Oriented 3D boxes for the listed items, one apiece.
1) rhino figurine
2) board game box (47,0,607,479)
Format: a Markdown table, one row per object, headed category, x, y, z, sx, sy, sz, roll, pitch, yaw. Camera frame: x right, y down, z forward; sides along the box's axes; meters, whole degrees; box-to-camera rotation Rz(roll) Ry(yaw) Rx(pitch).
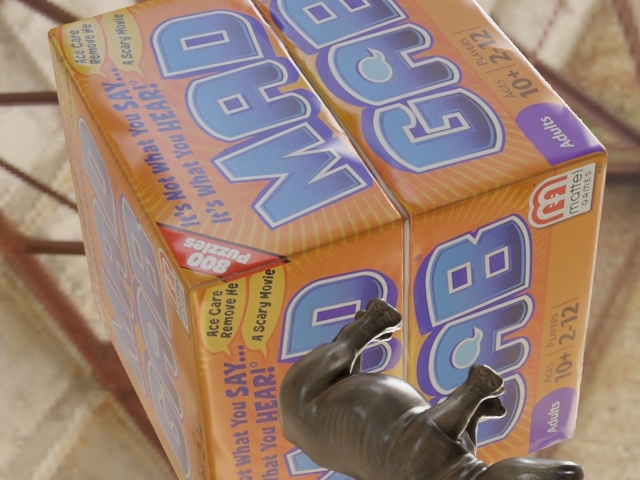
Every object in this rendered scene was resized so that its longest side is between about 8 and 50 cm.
| category | x | y | z | sx | sy | sz | roll | pitch | yaw |
| --- | --- | --- | --- | --- | --- | --- | --- | --- | --- |
| rhino figurine | 0.069 | 0.126 | 1.034 | 0.106 | 0.243 | 0.073 | -46 | -41 | -14 |
| board game box | 0.000 | 0.000 | 1.514 | 0.356 | 0.356 | 0.356 | -19 | -44 | -16 |
